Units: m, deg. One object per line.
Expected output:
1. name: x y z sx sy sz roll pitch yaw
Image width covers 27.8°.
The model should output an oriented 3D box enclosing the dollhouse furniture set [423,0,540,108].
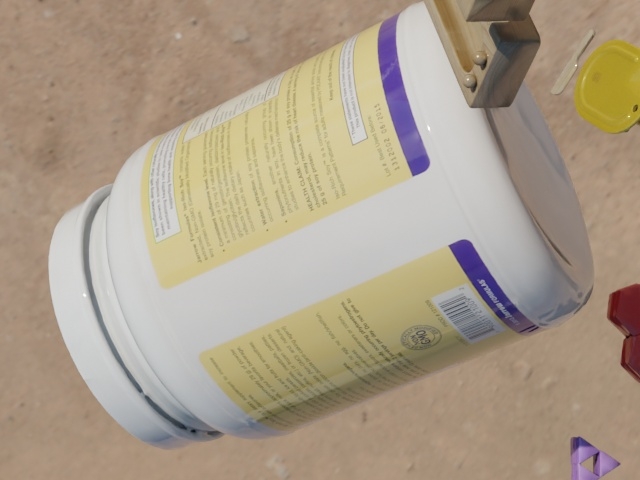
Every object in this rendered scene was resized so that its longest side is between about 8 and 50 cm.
1. dollhouse furniture set: 0.043 -0.167 0.649 0.151 0.123 0.144 110 150 -50

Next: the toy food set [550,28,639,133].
1. toy food set: 0.443 -0.224 1.903 0.071 0.218 0.128 18 107 -28

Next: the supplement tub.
1. supplement tub: 0.000 0.000 0.925 0.331 0.241 0.241 -24 100 21

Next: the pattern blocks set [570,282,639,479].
1. pattern blocks set: 0.350 0.202 1.053 0.325 0.285 0.026 21 166 -14
